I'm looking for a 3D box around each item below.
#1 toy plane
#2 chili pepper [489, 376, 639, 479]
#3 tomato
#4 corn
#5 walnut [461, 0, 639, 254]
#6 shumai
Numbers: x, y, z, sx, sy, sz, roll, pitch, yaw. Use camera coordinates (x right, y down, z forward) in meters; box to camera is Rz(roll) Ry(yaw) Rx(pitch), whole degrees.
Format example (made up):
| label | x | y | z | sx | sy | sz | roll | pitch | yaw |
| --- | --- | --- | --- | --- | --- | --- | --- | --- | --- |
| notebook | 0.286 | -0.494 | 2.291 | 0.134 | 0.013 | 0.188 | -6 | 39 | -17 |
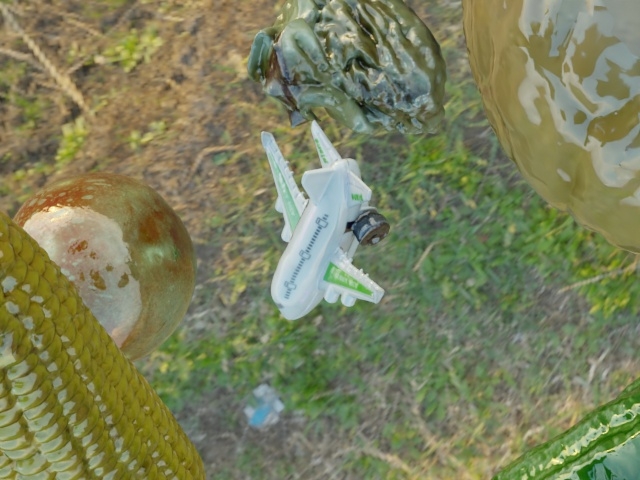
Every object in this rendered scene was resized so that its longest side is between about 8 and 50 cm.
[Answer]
| label | x | y | z | sx | sy | sz | roll | pitch | yaw |
| --- | --- | --- | --- | --- | --- | --- | --- | --- | --- |
| toy plane | 0.004 | -0.001 | 1.314 | 0.251 | 0.101 | 0.255 | 55 | 146 | 33 |
| chili pepper | 0.281 | 0.166 | 0.856 | 0.385 | 0.167 | 0.213 | -32 | 125 | 23 |
| tomato | -0.283 | 0.035 | 1.606 | 0.222 | 0.270 | 0.270 | -17 | 97 | 33 |
| corn | -0.185 | 0.115 | 0.795 | 0.144 | 0.144 | 0.387 | 1 | 141 | 26 |
| walnut | 0.146 | -0.099 | 0.403 | 0.228 | 0.228 | 0.228 | 7 | 108 | 24 |
| shumai | 0.021 | -0.209 | 1.428 | 0.256 | 0.218 | 0.189 | 55 | 155 | 28 |
